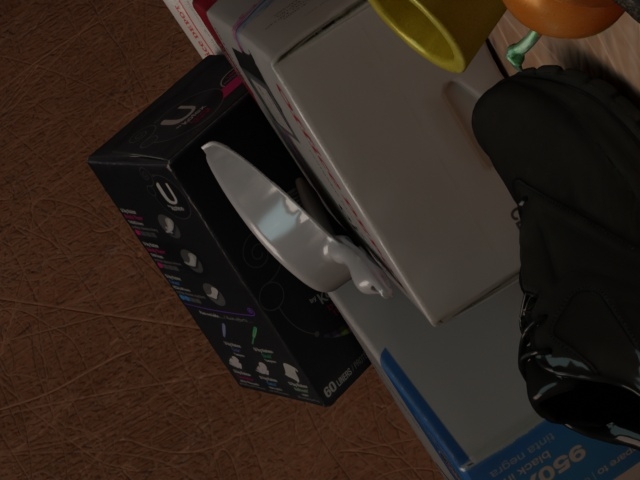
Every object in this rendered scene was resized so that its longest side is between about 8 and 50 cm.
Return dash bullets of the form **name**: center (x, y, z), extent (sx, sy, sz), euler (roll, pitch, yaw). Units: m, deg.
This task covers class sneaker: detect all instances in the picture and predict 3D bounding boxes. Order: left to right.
- **sneaker**: center (0.138, 0.020, 0.758), extent (0.286, 0.130, 0.109), euler (55, 179, 43)

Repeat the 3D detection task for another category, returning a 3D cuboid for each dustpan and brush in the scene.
- **dustpan and brush**: center (0.000, 0.000, 1.121), extent (0.147, 0.060, 0.211), euler (41, -168, -32)

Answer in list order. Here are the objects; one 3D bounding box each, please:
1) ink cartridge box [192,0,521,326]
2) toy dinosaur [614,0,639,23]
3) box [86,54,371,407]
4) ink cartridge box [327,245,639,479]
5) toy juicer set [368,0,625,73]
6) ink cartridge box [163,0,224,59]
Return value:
- **ink cartridge box**: center (0.037, -0.099, 1.125), extent (0.226, 0.131, 0.306), euler (57, 178, -20)
- **toy dinosaur**: center (0.044, -0.192, 0.387), extent (0.313, 0.121, 0.160), euler (52, -171, -1)
- **box**: center (-0.046, -0.011, 1.357), extent (0.143, 0.165, 0.270), euler (5, 134, 53)
- **ink cartridge box**: center (0.194, 0.182, 1.287), extent (0.395, 0.166, 0.285), euler (57, 177, -36)
- **toy juicer set**: center (-0.001, -0.185, 0.620), extent (0.329, 0.089, 0.209), euler (47, 172, -25)
- **ink cartridge box**: center (-0.064, -0.204, 1.379), extent (0.198, 0.067, 0.115), euler (-14, 114, 55)
